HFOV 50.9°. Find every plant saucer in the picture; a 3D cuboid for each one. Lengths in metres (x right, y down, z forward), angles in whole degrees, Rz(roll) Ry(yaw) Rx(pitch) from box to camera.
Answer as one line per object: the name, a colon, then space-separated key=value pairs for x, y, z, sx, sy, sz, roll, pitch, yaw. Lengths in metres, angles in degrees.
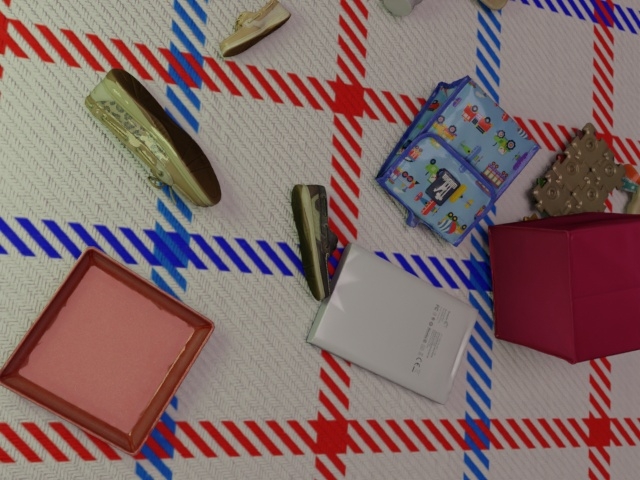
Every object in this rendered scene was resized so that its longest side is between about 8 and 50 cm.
plant saucer: x=-0.353 y=0.184 z=1.132 sx=0.259 sy=0.047 sz=0.259 roll=35 pitch=74 yaw=-17

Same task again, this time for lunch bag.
lunch bag: x=0.263 y=-0.149 z=1.384 sx=0.221 sy=0.138 sz=0.293 roll=39 pitch=85 yaw=-16

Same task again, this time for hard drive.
hard drive: x=0.150 y=0.168 z=1.340 sx=0.318 sy=0.040 sz=0.210 roll=28 pitch=76 yaw=-18

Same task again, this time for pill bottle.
pill bottle: x=0.189 y=-0.546 z=1.393 sx=0.086 sy=0.086 sz=0.152 roll=32 pitch=75 yaw=-17

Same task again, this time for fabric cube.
fabric cube: x=0.526 y=0.083 z=1.366 sx=0.258 sy=0.254 sz=0.259 roll=-8 pitch=97 yaw=-21

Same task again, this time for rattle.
rattle: x=0.787 y=-0.086 z=1.572 sx=0.130 sy=0.143 sz=0.200 roll=-19 pitch=99 yaw=-4

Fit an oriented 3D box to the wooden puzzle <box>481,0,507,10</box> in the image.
wooden puzzle: x=0.347 y=-0.656 z=1.494 sx=0.238 sy=0.044 sz=0.221 roll=32 pitch=75 yaw=-12

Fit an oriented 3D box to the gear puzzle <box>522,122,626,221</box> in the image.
gear puzzle: x=0.557 y=-0.096 z=1.532 sx=0.175 sy=0.044 sz=0.339 roll=47 pitch=74 yaw=-14

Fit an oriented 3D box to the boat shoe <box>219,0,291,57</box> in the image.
boat shoe: x=-0.133 y=-0.404 z=1.267 sx=0.170 sy=0.063 sz=0.059 roll=-41 pitch=98 yaw=-29

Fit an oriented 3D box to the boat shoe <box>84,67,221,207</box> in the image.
boat shoe: x=-0.285 y=-0.163 z=1.172 sx=0.089 sy=0.104 sz=0.285 roll=-37 pitch=96 yaw=18

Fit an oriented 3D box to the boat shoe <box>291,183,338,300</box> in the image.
boat shoe: x=0.000 y=0.000 z=1.273 sx=0.073 sy=0.080 sz=0.224 roll=-10 pitch=85 yaw=-17
